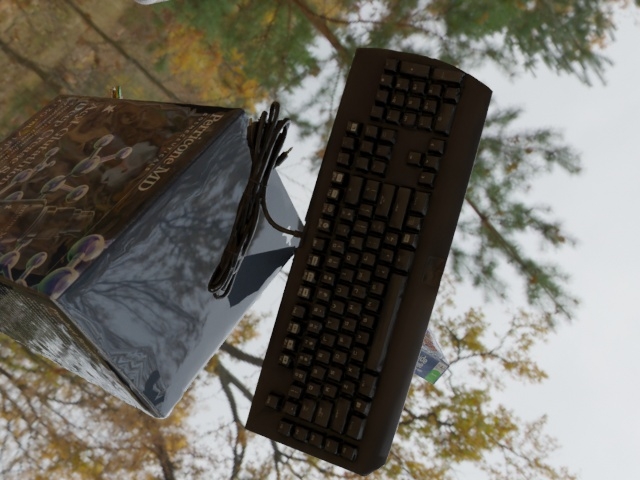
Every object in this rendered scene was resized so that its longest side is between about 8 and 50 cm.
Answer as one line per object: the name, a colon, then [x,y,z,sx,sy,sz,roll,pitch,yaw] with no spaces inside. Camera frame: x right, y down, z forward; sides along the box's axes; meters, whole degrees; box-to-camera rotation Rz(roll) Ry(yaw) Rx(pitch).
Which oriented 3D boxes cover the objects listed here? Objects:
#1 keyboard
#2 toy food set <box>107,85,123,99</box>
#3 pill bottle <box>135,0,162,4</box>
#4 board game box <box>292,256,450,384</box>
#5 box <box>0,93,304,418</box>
keyboard: [0.000,0.000,0.526,0.201,0.033,0.317,15,-94,25]
toy food set: [-0.358,-0.227,1.165,0.082,0.020,0.083,123,-34,-75]
pill bottle: [-0.184,-0.469,1.039,0.264,0.153,0.153,-25,-169,-31]
board game box: [0.061,0.090,0.842,0.035,0.201,0.136,-52,-157,16]
box: [-0.273,-0.009,0.838,0.395,0.212,0.293,13,-128,37]
